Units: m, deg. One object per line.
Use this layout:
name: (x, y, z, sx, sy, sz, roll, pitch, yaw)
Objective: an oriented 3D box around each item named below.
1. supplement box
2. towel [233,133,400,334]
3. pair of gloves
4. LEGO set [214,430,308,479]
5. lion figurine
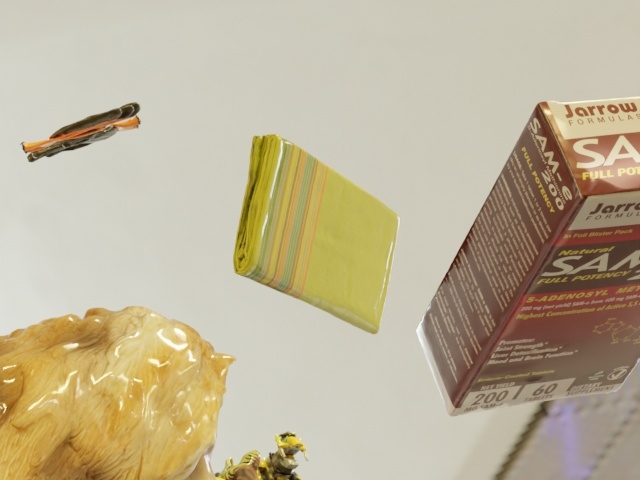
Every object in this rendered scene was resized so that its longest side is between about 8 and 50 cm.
supplement box: (0.159, 0.011, 1.122, 0.130, 0.073, 0.239, -7, -34, -21)
towel: (0.000, 0.000, 1.368, 0.021, 0.102, 0.237, 8, -10, 26)
pair of gloves: (-0.144, -0.066, 1.109, 0.074, 0.010, 0.083, -19, -1, -6)
LEGO set: (-0.075, 0.242, 1.616, 0.331, 0.255, 0.192, 21, -54, -33)
lion figurine: (-0.239, 0.145, 0.902, 0.392, 0.240, 0.142, -11, -60, 21)
